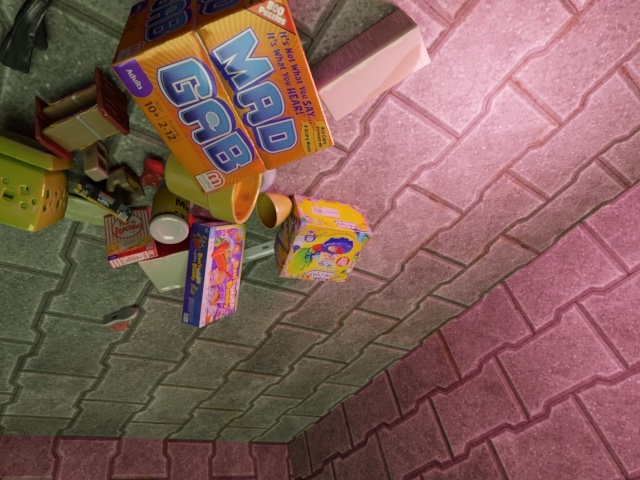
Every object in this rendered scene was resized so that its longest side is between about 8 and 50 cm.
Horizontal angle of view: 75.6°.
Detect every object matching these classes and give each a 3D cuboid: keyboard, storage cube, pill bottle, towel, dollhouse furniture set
[{"bbox_3d":[-0.226,0.034,1.718,0.255,0.014,0.072,-18,132,2],"label":"keyboard"},{"bbox_3d":[-0.531,0.047,1.506,0.183,0.193,0.215,-13,136,-3],"label":"storage cube"},{"bbox_3d":[-0.490,-0.101,1.350,0.119,0.209,0.119,-8,137,-8],"label":"pill bottle"},{"bbox_3d":[-0.788,-0.099,1.399,0.148,0.027,0.110,13,131,-28],"label":"towel"},{"bbox_3d":[-0.604,-0.281,1.207,0.201,0.152,0.374,-20,154,4],"label":"dollhouse furniture set"}]

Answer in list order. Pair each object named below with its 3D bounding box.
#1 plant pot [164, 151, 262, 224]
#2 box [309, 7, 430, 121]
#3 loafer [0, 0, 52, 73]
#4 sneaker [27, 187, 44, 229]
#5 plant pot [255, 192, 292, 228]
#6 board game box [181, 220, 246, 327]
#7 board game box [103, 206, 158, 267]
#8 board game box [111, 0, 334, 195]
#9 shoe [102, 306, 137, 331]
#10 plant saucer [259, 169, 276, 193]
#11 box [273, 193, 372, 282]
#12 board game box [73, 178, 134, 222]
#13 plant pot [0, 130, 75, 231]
[{"bbox_3d":[-0.329,-0.199,1.267,0.238,0.254,0.254,14,135,5],"label":"plant pot"},{"bbox_3d":[0.131,-0.495,1.171,0.310,0.148,0.121,-28,137,15],"label":"box"},{"bbox_3d":[-0.690,-0.494,0.985,0.223,0.076,0.078,-35,139,27],"label":"loafer"},{"bbox_3d":[-0.879,-0.133,1.295,0.085,0.086,0.237,6,132,-19],"label":"sneaker"},{"bbox_3d":[-0.160,-0.119,1.506,0.095,0.134,0.134,-22,146,-37],"label":"plant pot"},{"bbox_3d":[-0.376,0.107,1.478,0.077,0.233,0.348,12,100,19],"label":"board game box"},{"bbox_3d":[-0.641,-0.014,1.390,0.146,0.194,0.045,-16,147,-14],"label":"board game box"},{"bbox_3d":[-0.216,-0.403,1.006,0.355,0.357,0.357,-21,137,5],"label":"board game box"},{"bbox_3d":[-0.866,0.350,1.824,0.177,0.064,0.081,-19,139,11],"label":"shoe"},{"bbox_3d":[-0.248,-0.217,1.428,0.194,0.038,0.195,-9,138,-8],"label":"plant saucer"},{"bbox_3d":[0.000,0.000,1.616,0.289,0.177,0.279,7,130,-22],"label":"box"},{"bbox_3d":[-0.677,-0.120,1.300,0.170,0.141,0.048,36,78,-22],"label":"board game box"},{"bbox_3d":[-0.822,-0.172,1.124,0.228,0.227,0.207,22,96,-18],"label":"plant pot"}]
